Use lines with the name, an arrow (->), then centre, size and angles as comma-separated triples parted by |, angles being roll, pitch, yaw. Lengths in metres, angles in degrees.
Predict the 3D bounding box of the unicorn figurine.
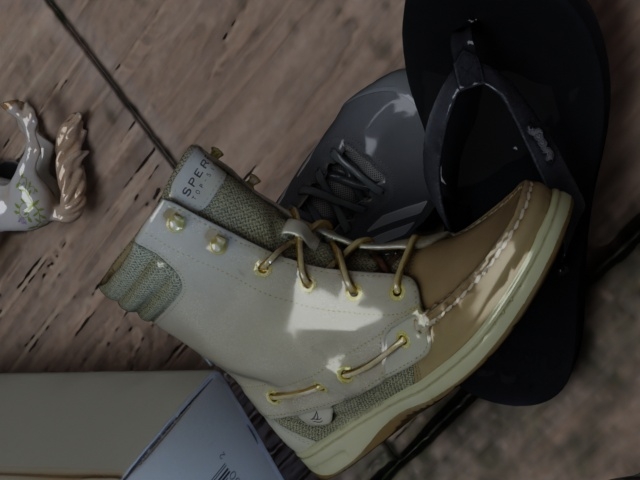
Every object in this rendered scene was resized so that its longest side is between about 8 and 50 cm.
unicorn figurine -> -0.211, -0.027, 1.201 | 0.162, 0.060, 0.111 | -7, 98, 40

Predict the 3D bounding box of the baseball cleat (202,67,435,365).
baseball cleat -> 0.000, 0.000, 1.008 | 0.072, 0.109, 0.206 | 39, 130, 8

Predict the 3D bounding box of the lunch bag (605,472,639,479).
lunch bag -> 0.202, 0.190, 0.799 | 0.305, 0.256, 0.213 | -21, 85, 40

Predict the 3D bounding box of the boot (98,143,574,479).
boot -> 0.002, 0.008, 0.910 | 0.165, 0.077, 0.213 | 39, 129, -7

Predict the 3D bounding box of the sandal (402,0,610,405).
sandal -> 0.091, -0.026, 0.926 | 0.097, 0.054, 0.254 | 2, 118, 21

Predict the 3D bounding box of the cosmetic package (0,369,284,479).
cosmetic package -> -0.163, 0.169, 1.149 | 0.309, 0.113, 0.160 | -6, 122, 41
